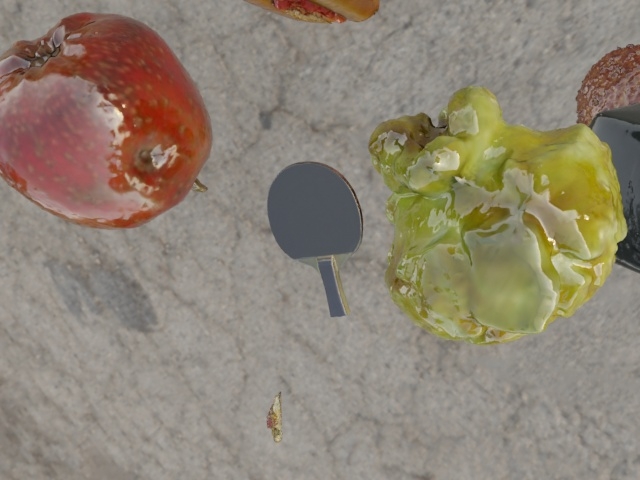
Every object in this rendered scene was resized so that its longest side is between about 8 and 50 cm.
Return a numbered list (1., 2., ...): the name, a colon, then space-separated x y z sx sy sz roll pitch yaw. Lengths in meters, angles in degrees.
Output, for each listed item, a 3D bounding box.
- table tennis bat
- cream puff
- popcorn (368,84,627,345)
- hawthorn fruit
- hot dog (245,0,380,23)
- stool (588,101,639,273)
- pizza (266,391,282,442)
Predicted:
1. table tennis bat: 0.000 0.000 0.801 0.095 0.014 0.158 -8 107 22
2. cream puff: 0.667 -0.251 1.688 0.350 0.228 0.351 18 115 45
3. popcorn: 0.175 -0.027 0.852 0.276 0.225 0.277 -1 87 13
4. hawthorn fruit: -0.266 -0.139 1.041 0.299 0.275 0.275 34 145 -26
5. hot dog: -0.026 -0.160 0.453 0.092 0.235 0.062 -10 89 31
6. stool: 0.452 -0.074 1.117 0.232 0.141 0.232 46 144 48
7. pizza: -0.073 0.274 1.300 0.083 0.025 0.078 -139 48 -84
